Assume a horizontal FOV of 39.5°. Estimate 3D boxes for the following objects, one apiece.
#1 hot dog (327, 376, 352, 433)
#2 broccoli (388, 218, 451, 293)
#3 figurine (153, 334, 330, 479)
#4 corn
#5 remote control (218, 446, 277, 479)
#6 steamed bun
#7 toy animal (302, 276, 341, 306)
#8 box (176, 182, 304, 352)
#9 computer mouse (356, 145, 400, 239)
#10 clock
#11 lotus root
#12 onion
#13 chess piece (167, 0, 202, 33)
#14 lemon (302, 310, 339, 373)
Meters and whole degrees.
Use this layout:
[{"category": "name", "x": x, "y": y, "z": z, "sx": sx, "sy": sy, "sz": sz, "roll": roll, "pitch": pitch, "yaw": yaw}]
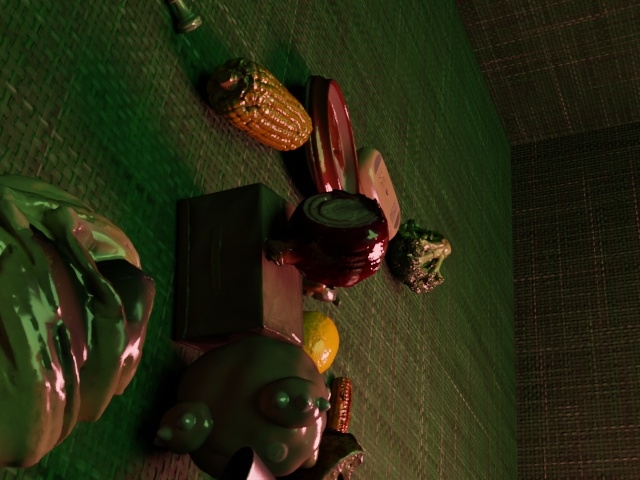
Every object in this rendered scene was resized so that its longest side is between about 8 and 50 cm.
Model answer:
[{"category": "hot dog", "x": 0.041, "y": 0.343, "z": 1.804, "sx": 0.062, "sy": 0.038, "sz": 0.144, "roll": 56, "pitch": 33, "yaw": -45}, {"category": "broccoli", "x": 0.251, "y": 0.039, "z": 2.291, "sx": 0.195, "sy": 0.156, "sz": 0.195, "roll": 59, "pitch": -4, "yaw": 6}, {"category": "figurine", "x": -0.083, "y": 0.250, "z": 1.337, "sx": 0.380, "sy": 0.248, "sz": 0.203, "roll": 41, "pitch": 39, "yaw": -76}, {"category": "corn", "x": -0.101, "y": -0.237, "z": 1.596, "sx": 0.322, "sy": 0.119, "sz": 0.119, "roll": 25, "pitch": 59, "yaw": -63}, {"category": "remote control", "x": -0.054, "y": 0.420, "z": 1.239, "sx": 0.378, "sy": 0.044, "sz": 0.107, "roll": 63, "pitch": 39, "yaw": -45}, {"category": "steamed bun", "x": -0.292, "y": 0.077, "z": 0.909, "sx": 0.275, "sy": 0.206, "sz": 0.320, "roll": 38, "pitch": 51, "yaw": -61}, {"category": "toy animal", "x": -0.040, "y": 0.034, "z": 1.671, "sx": 0.251, "sy": 0.127, "sz": 0.125, "roll": 31, "pitch": 64, "yaw": -44}, {"category": "box", "x": -0.124, "y": 0.049, "z": 1.384, "sx": 0.155, "sy": 0.148, "sz": 0.231, "roll": 38, "pitch": 46, "yaw": -59}, {"category": "computer mouse", "x": 0.123, "y": -0.108, "z": 2.119, "sx": 0.145, "sy": 0.081, "sz": 0.237, "roll": -71, "pitch": 146, "yaw": -51}, {"category": "clock", "x": 0.015, "y": -0.192, "z": 1.890, "sx": 0.318, "sy": 0.080, "sz": 0.319, "roll": -8, "pitch": 90, "yaw": -78}, {"category": "lotus root", "x": -0.025, "y": 0.470, "z": 1.468, "sx": 0.141, "sy": 0.210, "sz": 0.314, "roll": 4, "pitch": 83, "yaw": -24}, {"category": "onion", "x": 0.003, "y": 0.014, "z": 1.345, "sx": 0.198, "sy": 0.173, "sz": 0.135, "roll": -23, "pitch": 120, "yaw": -24}, {"category": "chess piece", "x": -0.232, "y": -0.386, "z": 1.448, "sx": 0.093, "sy": 0.042, "sz": 0.042, "roll": 61, "pitch": 29, "yaw": -25}, {"category": "lemon", "x": -0.027, "y": 0.189, "z": 1.611, "sx": 0.155, "sy": 0.114, "sz": 0.114, "roll": -46, "pitch": 124, "yaw": -58}]
